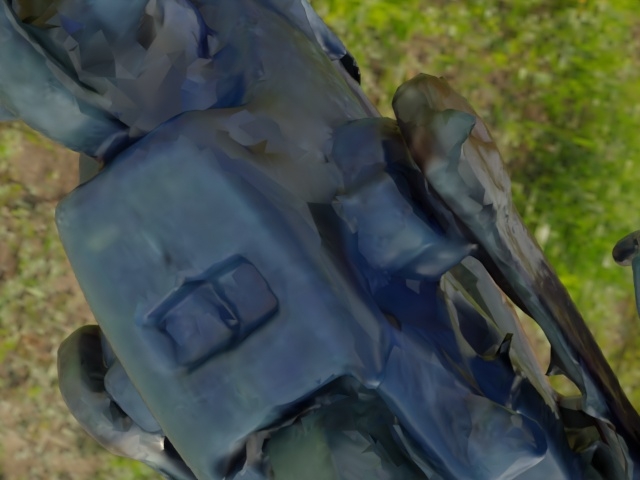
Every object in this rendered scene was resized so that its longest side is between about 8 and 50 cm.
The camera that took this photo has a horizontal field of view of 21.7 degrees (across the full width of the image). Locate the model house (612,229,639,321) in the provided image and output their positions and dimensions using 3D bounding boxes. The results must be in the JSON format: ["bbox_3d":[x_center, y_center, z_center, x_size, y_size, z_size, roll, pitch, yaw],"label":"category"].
[{"bbox_3d":[0.251,0.133,0.587,0.237,0.215,0.303,31,49,-44],"label":"model house"}]

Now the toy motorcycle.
[{"bbox_3d":[-0.020,0.013,0.647,0.182,0.319,0.241,-33,178,-5],"label":"toy motorcycle"}]
